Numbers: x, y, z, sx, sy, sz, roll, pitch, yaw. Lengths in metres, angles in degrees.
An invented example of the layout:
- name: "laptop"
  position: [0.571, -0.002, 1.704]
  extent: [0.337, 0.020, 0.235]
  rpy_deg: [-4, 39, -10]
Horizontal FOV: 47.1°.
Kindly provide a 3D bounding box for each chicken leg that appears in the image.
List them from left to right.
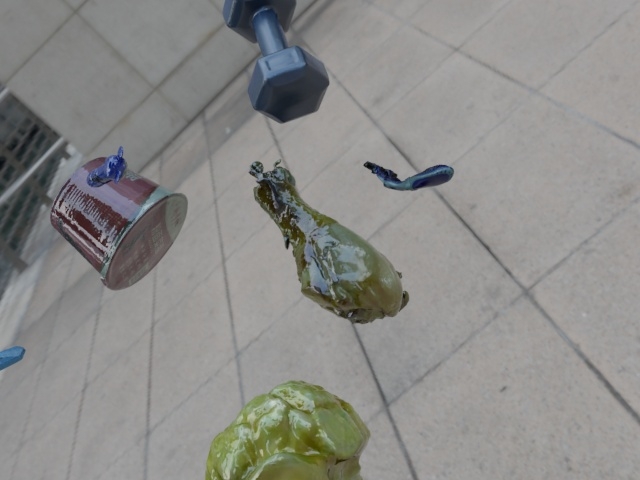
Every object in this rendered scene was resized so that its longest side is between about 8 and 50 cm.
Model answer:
- name: "chicken leg"
  position: [0.000, 0.000, 1.500]
  extent: [0.201, 0.429, 0.153]
  rpy_deg: [-34, -18, -19]

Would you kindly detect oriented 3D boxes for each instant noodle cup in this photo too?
- name: "instant noodle cup"
  position: [-0.401, -0.044, 1.448]
  extent: [0.235, 0.178, 0.235]
  rpy_deg: [-52, -10, -13]

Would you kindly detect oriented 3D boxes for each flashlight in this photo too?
- name: "flashlight"
  position: [-0.317, -0.100, 1.101]
  extent: [0.121, 0.035, 0.057]
  rpy_deg: [-15, 69, 53]

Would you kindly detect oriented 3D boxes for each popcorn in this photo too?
- name: "popcorn"
  position: [-0.072, 0.392, 1.237]
  extent: [0.293, 0.292, 0.334]
  rpy_deg: [-125, 45, -67]

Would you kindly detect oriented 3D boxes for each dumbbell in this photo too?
- name: "dumbbell"
  position: [-0.094, -0.392, 1.473]
  extent: [0.160, 0.144, 0.325]
  rpy_deg: [120, 141, -48]

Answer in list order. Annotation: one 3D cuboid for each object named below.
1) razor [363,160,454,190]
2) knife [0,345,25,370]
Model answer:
- name: "razor"
  position: [0.095, -0.066, 0.785]
  extent: [0.154, 0.044, 0.028]
  rpy_deg: [12, 82, 66]
- name: "knife"
  position: [-0.507, 0.207, 0.905]
  extent: [0.296, 0.026, 0.044]
  rpy_deg: [-26, 25, -22]
